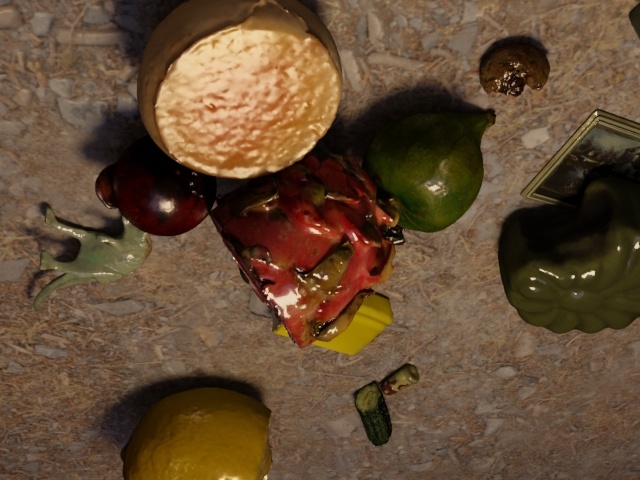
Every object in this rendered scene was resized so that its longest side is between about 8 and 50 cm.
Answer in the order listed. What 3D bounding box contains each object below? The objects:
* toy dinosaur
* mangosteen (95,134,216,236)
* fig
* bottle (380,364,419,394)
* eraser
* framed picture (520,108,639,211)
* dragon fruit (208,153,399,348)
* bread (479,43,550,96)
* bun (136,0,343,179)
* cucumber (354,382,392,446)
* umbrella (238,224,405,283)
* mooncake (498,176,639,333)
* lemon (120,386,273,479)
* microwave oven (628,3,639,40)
[{"bbox_3d":[-0.431,0.034,1.618,0.206,0.092,0.393,18,125,-36],"label":"toy dinosaur"},{"bbox_3d":[-0.270,-0.091,1.450,0.200,0.199,0.199,-5,140,-4],"label":"mangosteen"},{"bbox_3d":[0.194,-0.147,1.486,0.203,0.235,0.203,32,158,15],"label":"fig"},{"bbox_3d":[0.188,0.338,2.110,0.063,0.047,0.101,34,127,-27],"label":"bottle"},{"bbox_3d":[0.024,0.157,1.854,0.226,0.069,0.158,19,135,-29],"label":"eraser"},{"bbox_3d":[0.558,-0.120,1.659,0.296,0.019,0.232,13,135,-23],"label":"framed picture"},{"bbox_3d":[0.000,0.000,1.423,0.263,0.314,0.296,-34,112,-8],"label":"dragon fruit"},{"bbox_3d":[0.312,-0.270,1.410,0.113,0.060,0.082,-6,142,-1],"label":"bread"},{"bbox_3d":[-0.120,-0.242,1.287,0.299,0.164,0.298,-12,135,-12],"label":"bun"},{"bbox_3d":[0.139,0.447,2.209,0.077,0.077,0.265,-14,141,6],"label":"cucumber"},{"bbox_3d":[-0.007,0.023,1.633,0.337,0.154,0.128,-23,98,15],"label":"umbrella"},{"bbox_3d":[0.526,0.047,1.706,0.352,0.187,0.351,-4,144,-3],"label":"mooncake"},{"bbox_3d":[-0.281,0.497,2.004,0.364,0.364,0.364,-5,140,-4],"label":"lemon"},{"bbox_3d":[0.654,-0.276,1.331,0.295,0.237,0.181,24,129,-27],"label":"microwave oven"}]
